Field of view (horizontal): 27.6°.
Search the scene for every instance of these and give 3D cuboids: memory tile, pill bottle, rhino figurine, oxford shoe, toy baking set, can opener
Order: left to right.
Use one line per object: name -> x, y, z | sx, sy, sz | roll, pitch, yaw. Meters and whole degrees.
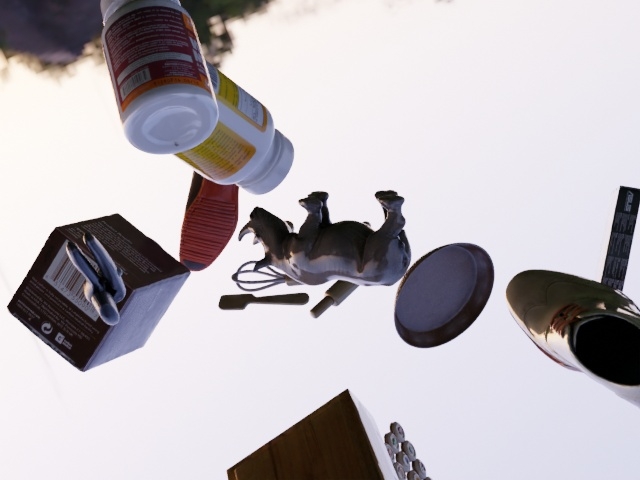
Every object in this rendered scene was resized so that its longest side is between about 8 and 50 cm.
can opener -> -0.298, 0.043, 1.762 | 0.059, 0.186, 0.073 | -33, -120, -16
pill bottle -> -0.208, -0.225, 1.635 | 0.121, 0.121, 0.221 | -21, -123, 5
oxford shoe -> -0.198, -0.076, 2.371 | 0.097, 0.271, 0.098 | 17, -173, -22
pill bottle -> -0.153, -0.163, 1.856 | 0.136, 0.246, 0.136 | -24, -131, 31
toy baking set -> -0.027, 0.048, 1.996 | 0.197, 0.030, 0.256 | 21, -126, 36
rhino figurine -> 0.000, 0.000, 1.486 | 0.243, 0.106, 0.073 | 0, -168, 34
memory tile -> 0.144, 0.373, 2.108 | 0.012, 0.148, 0.113 | -27, -171, 24
oxford shoe -> 0.384, 0.120, 1.838 | 0.140, 0.146, 0.397 | -57, -141, -1

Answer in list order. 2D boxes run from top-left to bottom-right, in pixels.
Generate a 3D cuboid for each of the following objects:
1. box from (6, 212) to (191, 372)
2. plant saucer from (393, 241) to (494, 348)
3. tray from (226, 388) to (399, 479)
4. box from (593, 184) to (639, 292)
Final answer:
box -> -0.346, 0.078, 2.056 | 0.167, 0.168, 0.203 | -56, 167, 17
plant saucer -> 0.165, 0.071, 1.797 | 0.168, 0.168, 0.029 | -29, -140, -18
tray -> 0.011, 0.366, 1.563 | 0.203, 0.076, 0.411 | -35, -149, 7
box -> 0.488, 0.008, 2.155 | 0.045, 0.190, 0.184 | 11, 180, 6
